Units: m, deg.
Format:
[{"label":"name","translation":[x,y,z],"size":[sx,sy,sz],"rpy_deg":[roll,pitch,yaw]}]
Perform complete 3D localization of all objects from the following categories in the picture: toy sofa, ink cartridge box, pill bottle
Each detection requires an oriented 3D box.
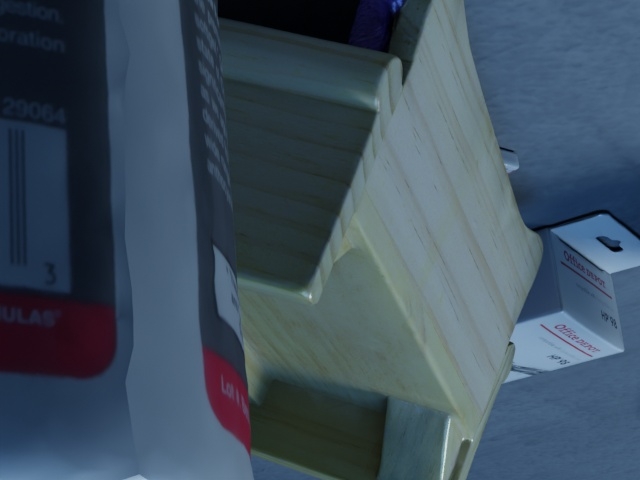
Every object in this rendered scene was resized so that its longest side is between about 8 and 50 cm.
[{"label":"toy sofa","translation":[0.000,0.000,0.883],"size":[0.150,0.177,0.362],"rpy_deg":[14,161,21]},{"label":"ink cartridge box","translation":[0.127,0.047,1.115],"size":[0.180,0.060,0.104],"rpy_deg":[-18,154,27]},{"label":"pill bottle","translation":[-0.115,-0.059,0.476],"size":[0.176,0.318,0.176],"rpy_deg":[-4,157,-2]}]

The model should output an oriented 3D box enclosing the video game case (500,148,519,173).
[{"label":"video game case","translation":[0.041,-0.030,0.976],"size":[0.087,0.011,0.122],"rpy_deg":[12,152,-36]}]
